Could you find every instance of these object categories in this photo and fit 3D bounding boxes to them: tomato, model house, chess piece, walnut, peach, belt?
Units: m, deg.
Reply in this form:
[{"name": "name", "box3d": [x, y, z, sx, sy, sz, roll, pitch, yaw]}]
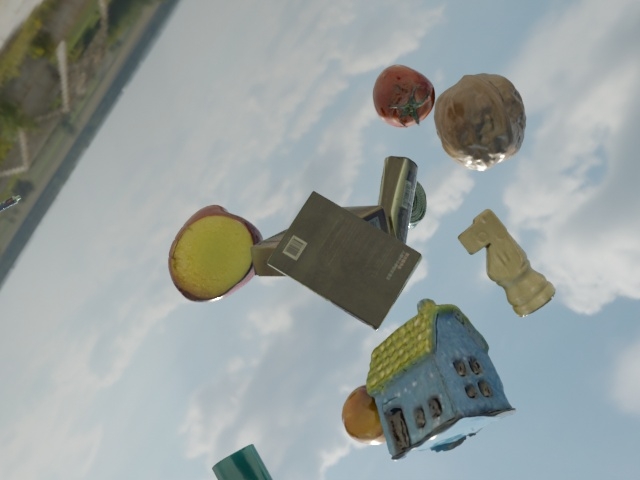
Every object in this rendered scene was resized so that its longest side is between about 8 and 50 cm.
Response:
[{"name": "tomato", "box3d": [0.211, -0.374, 2.366, 0.167, 0.167, 0.167, -50, -163, 22]}, {"name": "model house", "box3d": [0.241, 0.292, 1.968, 0.237, 0.215, 0.303, -44, -128, 41]}, {"name": "chess piece", "box3d": [0.344, 0.039, 1.707, 0.090, 0.200, 0.090, -38, -175, 4]}, {"name": "walnut", "box3d": [0.446, -0.333, 2.546, 0.273, 0.273, 0.227, -53, -170, 14]}, {"name": "peach", "box3d": [-0.292, 0.054, 2.563, 0.274, 0.249, 0.245, -51, 153, -9]}, {"name": "peach", "box3d": [0.112, 0.396, 2.091, 0.138, 0.138, 0.138, -50, -163, 22]}, {"name": "belt", "box3d": [0.251, -0.115, 2.760, 0.148, 0.163, 0.082, -31, 168, -24]}]

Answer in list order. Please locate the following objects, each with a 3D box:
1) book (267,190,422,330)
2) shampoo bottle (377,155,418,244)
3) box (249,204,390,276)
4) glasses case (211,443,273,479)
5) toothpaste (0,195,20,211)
[{"name": "book", "box3d": [0.043, 0.033, 1.603, 0.160, 0.228, 0.024, -57, 170, -14]}, {"name": "shampoo bottle", "box3d": [0.178, -0.031, 2.290, 0.084, 0.125, 0.350, 4, -103, 24]}, {"name": "box", "box3d": [0.000, 0.000, 1.782, 0.159, 0.071, 0.240, 2, -158, 45]}, {"name": "glasses case", "box3d": [-0.137, 0.645, 2.199, 0.117, 0.301, 0.070, -23, 162, -29]}, {"name": "toothpaste", "box3d": [-0.708, -0.079, 2.056, 0.083, 0.019, 0.027, -28, -141, 8]}]
